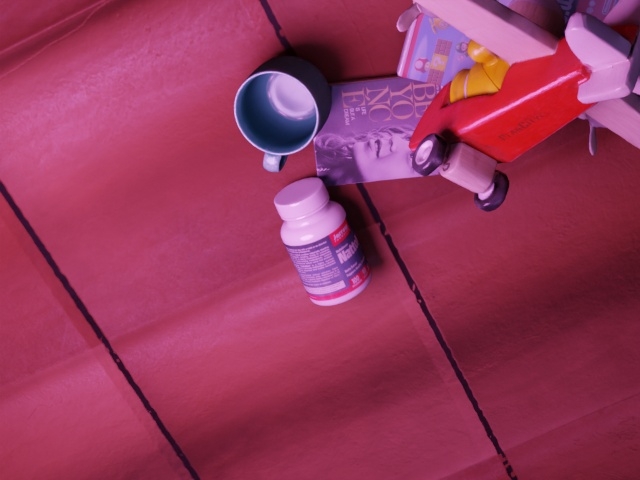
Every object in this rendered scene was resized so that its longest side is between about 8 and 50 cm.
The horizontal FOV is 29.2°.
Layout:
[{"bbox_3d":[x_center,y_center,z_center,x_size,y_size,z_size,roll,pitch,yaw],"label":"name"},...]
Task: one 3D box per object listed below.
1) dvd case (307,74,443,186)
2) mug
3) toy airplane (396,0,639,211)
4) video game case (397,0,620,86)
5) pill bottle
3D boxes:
[{"bbox_3d":[0.097,-0.168,1.856,0.221,0.018,0.164,-6,116,2],"label":"dvd case"},{"bbox_3d":[-0.057,-0.194,1.791,0.129,0.097,0.158,44,123,-7],"label":"mug"},{"bbox_3d":[0.298,-0.239,1.644,0.384,0.272,0.386,1,145,11],"label":"toy airplane"},{"bbox_3d":[0.273,-0.304,1.775,0.285,0.025,0.204,12,111,-6],"label":"video game case"},{"bbox_3d":[0.000,0.000,1.890,0.108,0.108,0.180,-20,116,10],"label":"pill bottle"}]
